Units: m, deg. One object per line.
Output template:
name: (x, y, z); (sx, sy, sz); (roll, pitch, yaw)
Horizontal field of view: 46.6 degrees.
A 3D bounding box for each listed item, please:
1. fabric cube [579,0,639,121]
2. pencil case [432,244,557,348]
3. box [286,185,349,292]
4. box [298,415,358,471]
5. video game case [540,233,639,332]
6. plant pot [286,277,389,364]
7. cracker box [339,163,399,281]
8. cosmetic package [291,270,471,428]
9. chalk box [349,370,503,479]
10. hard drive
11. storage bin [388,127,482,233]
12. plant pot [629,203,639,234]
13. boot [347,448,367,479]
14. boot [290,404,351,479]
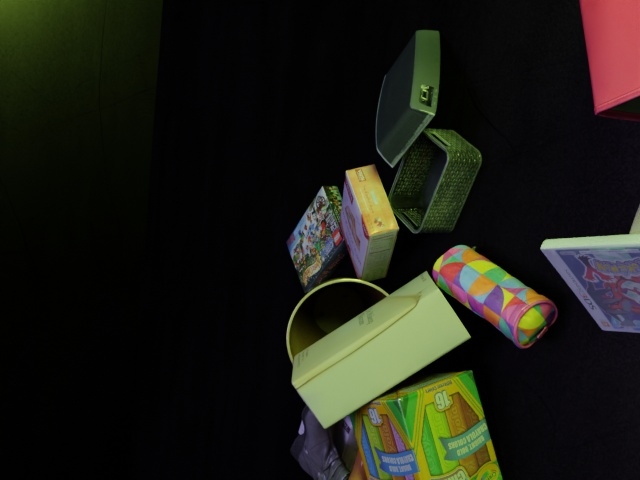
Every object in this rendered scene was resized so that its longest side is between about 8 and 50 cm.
fabric cube: (0.468, -0.289, 0.828); (0.254, 0.259, 0.258); (-23, 70, 58)
pencil case: (0.296, 0.092, 1.286); (0.236, 0.105, 0.104); (43, 126, 53)
box: (0.000, 0.000, 1.821); (0.233, 0.044, 0.159); (-56, 46, 44)
box: (0.056, 0.413, 1.671); (0.181, 0.119, 0.181); (47, 130, 49)
video game case: (0.427, 0.064, 1.018); (0.183, 0.023, 0.201); (48, 155, -20)
plant pot: (0.046, 0.174, 1.576); (0.254, 0.237, 0.237); (-110, 23, -81)
cracker box: (0.096, -0.029, 1.556); (0.232, 0.067, 0.155); (95, 160, -62)
cosmetic package: (0.105, 0.197, 1.368); (0.113, 0.309, 0.160); (55, -176, -8)
chalk box: (0.198, 0.403, 1.358); (0.179, 0.180, 0.288); (-23, 83, 57)
hard drive: (0.166, -0.281, 1.429); (0.172, 0.054, 0.254); (-52, 21, 47)
storage bin: (0.216, -0.113, 1.421); (0.122, 0.084, 0.180); (52, 134, 45)
plant pot: (0.482, -0.033, 0.968); (0.109, 0.109, 0.096); (-4, 74, 59)
boot: (0.100, 0.417, 1.452); (0.109, 0.283, 0.220); (5, 102, 42)
boot: (0.025, 0.435, 1.549); (0.161, 0.084, 0.246); (50, 138, 36)
